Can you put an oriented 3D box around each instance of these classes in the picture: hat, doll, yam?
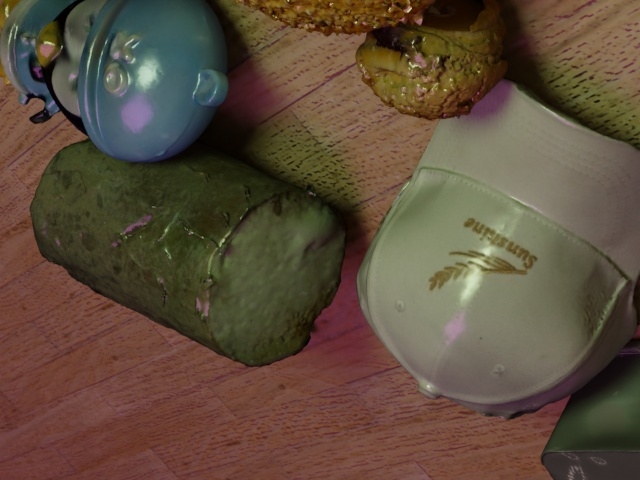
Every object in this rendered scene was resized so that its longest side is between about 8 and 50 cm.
[{"bbox_3d":[0.162,0.009,1.230,0.258,0.168,0.301,28,139,12],"label":"hat"},{"bbox_3d":[-0.202,-0.172,1.380,0.314,0.141,0.177,17,94,38],"label":"doll"},{"bbox_3d":[-0.142,-0.009,1.448,0.300,0.195,0.195,24,142,34],"label":"yam"}]

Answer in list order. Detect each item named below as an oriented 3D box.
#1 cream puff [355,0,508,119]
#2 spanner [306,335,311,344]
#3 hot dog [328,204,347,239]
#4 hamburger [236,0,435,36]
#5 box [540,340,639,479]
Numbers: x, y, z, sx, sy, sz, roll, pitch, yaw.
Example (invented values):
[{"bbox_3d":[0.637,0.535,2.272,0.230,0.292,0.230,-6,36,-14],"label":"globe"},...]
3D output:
[{"bbox_3d":[0.092,-0.149,1.154,0.119,0.133,0.104,-2,126,-12],"label":"cream puff"},{"bbox_3d":[-0.144,0.020,1.631,0.325,0.040,0.096,38,144,7],"label":"spanner"},{"bbox_3d":[0.000,0.000,1.479,0.058,0.035,0.083,45,146,14],"label":"hot dog"},{"bbox_3d":[-0.001,-0.284,1.054,0.294,0.179,0.276,-5,124,46],"label":"hamburger"},{"bbox_3d":[0.326,0.189,1.297,0.243,0.135,0.163,-8,123,46],"label":"box"}]
